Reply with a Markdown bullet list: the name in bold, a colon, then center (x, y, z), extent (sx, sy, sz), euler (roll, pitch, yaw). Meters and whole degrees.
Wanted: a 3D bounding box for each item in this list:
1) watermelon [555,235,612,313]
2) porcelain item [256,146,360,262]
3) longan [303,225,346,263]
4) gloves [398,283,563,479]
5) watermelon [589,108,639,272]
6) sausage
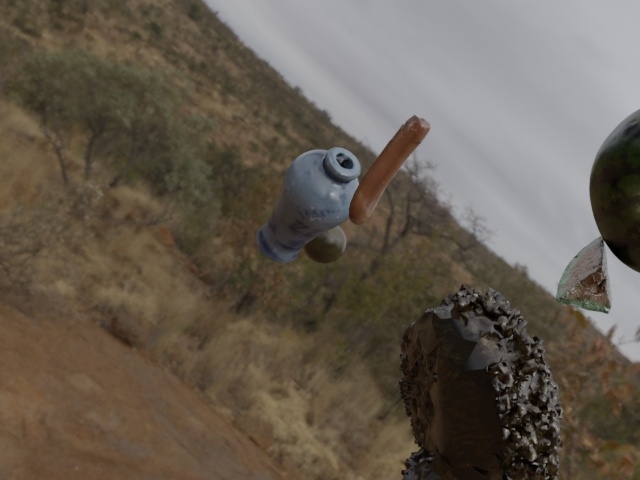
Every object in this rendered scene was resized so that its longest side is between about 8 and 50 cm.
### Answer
- **watermelon**: center (0.455, 0.058, 1.284), extent (0.101, 0.080, 0.155), euler (36, 37, -10)
- **porcelain item**: center (-0.022, -0.062, 1.380), extent (0.141, 0.259, 0.141), euler (20, 46, -22)
- **longan**: center (0.000, 0.000, 1.756), extent (0.119, 0.106, 0.106), euler (23, 2, 8)
- **gloves**: center (0.138, 0.154, 0.692), extent (0.312, 0.135, 0.210), euler (66, 18, -59)
- **watermelon**: center (0.559, -0.074, 1.194), extent (0.285, 0.285, 0.285), euler (41, 5, -4)
- **sausage**: center (0.097, -0.104, 1.149), extent (0.043, 0.186, 0.043), euler (31, 19, -12)
